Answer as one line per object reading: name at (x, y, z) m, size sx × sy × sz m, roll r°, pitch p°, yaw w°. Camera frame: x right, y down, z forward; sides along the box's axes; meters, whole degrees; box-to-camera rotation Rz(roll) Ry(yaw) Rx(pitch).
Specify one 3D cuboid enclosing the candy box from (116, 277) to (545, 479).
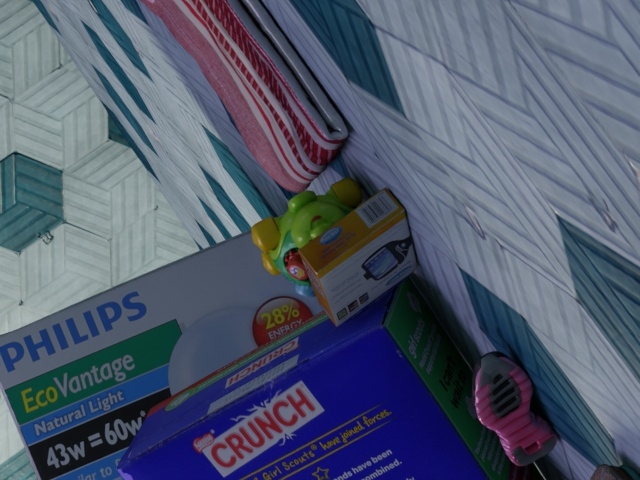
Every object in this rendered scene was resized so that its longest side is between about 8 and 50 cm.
candy box at (0.034, 0.226, 1.597) m, size 0.317 × 0.268 × 0.122 m, roll 56°, pitch -160°, yaw -15°

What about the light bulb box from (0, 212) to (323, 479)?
light bulb box at (-0.126, 0.206, 2.062) m, size 0.225 × 0.358 × 0.361 m, roll 135°, pitch 111°, yaw -83°

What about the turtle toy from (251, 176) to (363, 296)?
turtle toy at (0.000, 0.000, 1.496) m, size 0.066 × 0.095 × 0.130 m, roll 61°, pitch 176°, yaw 24°

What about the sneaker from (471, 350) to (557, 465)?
sneaker at (0.134, 0.115, 1.412) m, size 0.119 × 0.047 × 0.057 m, roll 63°, pitch -179°, yaw -45°

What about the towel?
towel at (-0.070, -0.149, 1.529) m, size 0.237 × 0.037 × 0.329 m, roll 54°, pitch 173°, yaw 0°

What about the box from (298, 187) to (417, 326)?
box at (0.031, 0.017, 1.448) m, size 0.028 × 0.081 × 0.136 m, roll 52°, pitch 172°, yaw 20°

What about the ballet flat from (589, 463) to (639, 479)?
ballet flat at (0.197, 0.287, 1.318) m, size 0.107 × 0.106 × 0.316 m, roll 52°, pitch 164°, yaw 51°
